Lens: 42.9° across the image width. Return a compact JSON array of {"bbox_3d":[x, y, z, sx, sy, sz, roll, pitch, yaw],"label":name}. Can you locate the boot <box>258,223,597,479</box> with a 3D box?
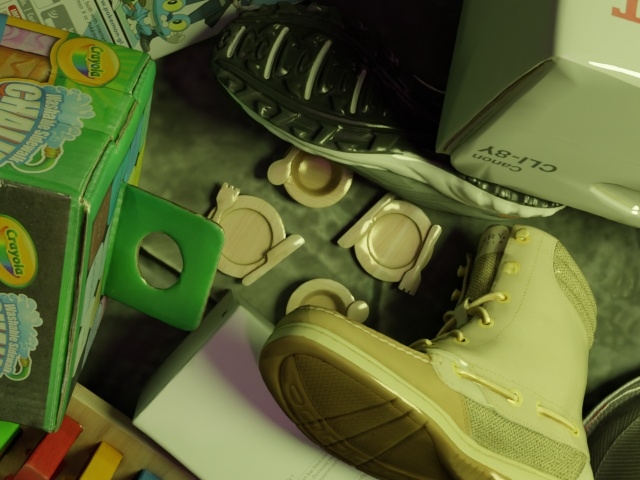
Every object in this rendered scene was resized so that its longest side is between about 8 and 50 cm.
[{"bbox_3d":[0.092,0.064,0.551,0.262,0.095,0.203,32,52,-19],"label":"boot"}]

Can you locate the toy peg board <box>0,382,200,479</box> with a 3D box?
[{"bbox_3d":[-0.195,0.186,0.556,0.160,0.079,0.161,37,113,-8],"label":"toy peg board"}]

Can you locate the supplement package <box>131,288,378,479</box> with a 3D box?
[{"bbox_3d":[-0.031,0.135,0.587,0.179,0.105,0.105,44,88,-8],"label":"supplement package"}]

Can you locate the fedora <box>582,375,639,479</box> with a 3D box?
[{"bbox_3d":[0.298,0.240,0.624,0.243,0.124,0.276,6,93,-7],"label":"fedora"}]

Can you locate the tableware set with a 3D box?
[{"bbox_3d":[0.000,0.000,0.625,0.168,0.020,0.141,42,89,-8],"label":"tableware set"}]

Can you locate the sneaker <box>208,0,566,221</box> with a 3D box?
[{"bbox_3d":[0.046,-0.076,0.581,0.271,0.108,0.100,23,72,-6],"label":"sneaker"}]

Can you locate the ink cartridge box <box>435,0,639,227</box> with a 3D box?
[{"bbox_3d":[0.258,-0.208,0.519,0.279,0.160,0.385,15,75,-9],"label":"ink cartridge box"}]

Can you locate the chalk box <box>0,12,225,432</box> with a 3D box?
[{"bbox_3d":[-0.203,-0.021,0.490,0.288,0.179,0.180,14,125,-9],"label":"chalk box"}]

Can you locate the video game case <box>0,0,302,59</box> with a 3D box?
[{"bbox_3d":[-0.189,-0.258,0.509,0.300,0.036,0.329,-23,122,-5],"label":"video game case"}]
